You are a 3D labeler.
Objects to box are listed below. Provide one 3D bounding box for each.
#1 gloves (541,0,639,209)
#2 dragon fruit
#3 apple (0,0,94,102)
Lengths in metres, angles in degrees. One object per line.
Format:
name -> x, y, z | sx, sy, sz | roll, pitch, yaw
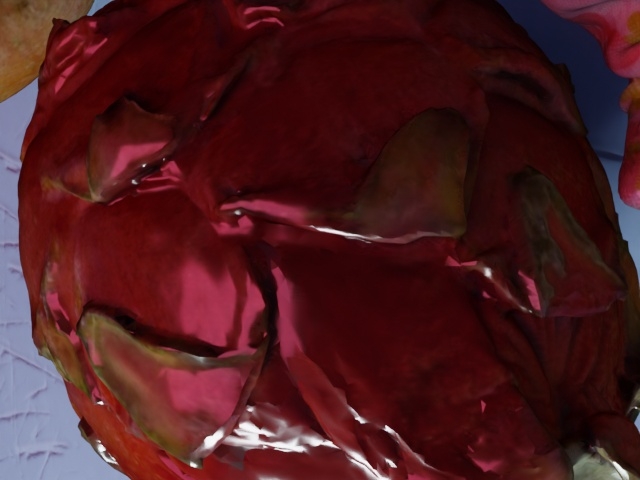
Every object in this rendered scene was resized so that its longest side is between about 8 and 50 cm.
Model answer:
gloves -> 0.172, -0.082, 0.483 | 0.241, 0.126, 0.145 | 43, 130, -8
dragon fruit -> 0.000, 0.000, 0.573 | 0.277, 0.277, 0.342 | -40, 62, 45
apple -> -0.307, -0.232, 0.794 | 0.305, 0.338, 0.338 | 34, 126, 54
